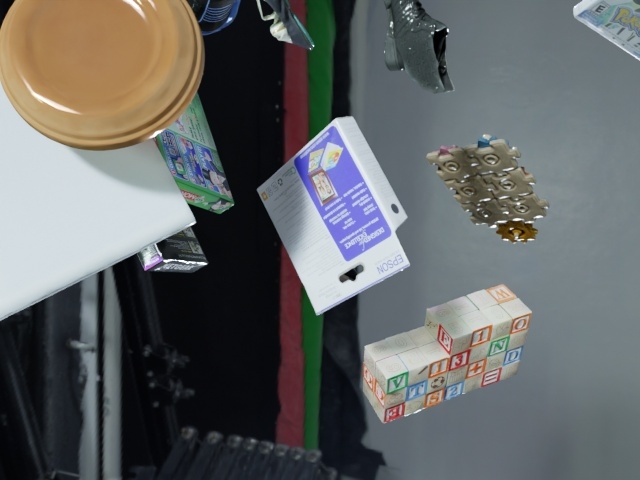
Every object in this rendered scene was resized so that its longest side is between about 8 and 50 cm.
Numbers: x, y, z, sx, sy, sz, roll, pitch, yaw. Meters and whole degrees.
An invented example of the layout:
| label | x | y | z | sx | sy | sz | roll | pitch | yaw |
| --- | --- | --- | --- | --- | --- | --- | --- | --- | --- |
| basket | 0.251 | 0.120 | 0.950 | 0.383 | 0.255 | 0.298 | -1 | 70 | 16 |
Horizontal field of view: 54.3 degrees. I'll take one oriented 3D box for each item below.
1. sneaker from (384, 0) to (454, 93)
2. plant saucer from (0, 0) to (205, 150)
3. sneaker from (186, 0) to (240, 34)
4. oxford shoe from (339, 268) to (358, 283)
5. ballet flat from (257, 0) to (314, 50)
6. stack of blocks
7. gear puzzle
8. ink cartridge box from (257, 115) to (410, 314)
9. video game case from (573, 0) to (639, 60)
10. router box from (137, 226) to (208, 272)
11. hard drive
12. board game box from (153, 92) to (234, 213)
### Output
| label | x | y | z | sx | sy | sz | roll | pitch | yaw |
| --- | --- | --- | --- | --- | --- | --- | --- | --- | --- |
| sneaker | 0.129 | -0.278 | 0.808 | 0.051 | 0.089 | 0.170 | -20 | -66 | -50 |
| plant saucer | -0.215 | -0.187 | 0.605 | 0.037 | 0.200 | 0.199 | 110 | 166 | -80 |
| sneaker | -0.136 | -0.316 | 0.767 | 0.090 | 0.232 | 0.081 | -29 | -83 | -37 |
| oxford shoe | 0.000 | 0.000 | 1.373 | 0.097 | 0.098 | 0.271 | -22 | -103 | -50 |
| ballet flat | -0.082 | -0.459 | 1.273 | 0.203 | 0.074 | 0.074 | 53 | -137 | -49 |
| stack of blocks | 0.231 | 0.208 | 1.160 | 0.087 | 0.297 | 0.171 | -126 | 27 | -48 |
| gear puzzle | 0.363 | -0.095 | 1.260 | 0.339 | 0.176 | 0.044 | 44 | -128 | -39 |
| ink cartridge box | 0.019 | -0.026 | 0.845 | 0.045 | 0.206 | 0.208 | -19 | -100 | -42 |
| video game case | 0.801 | -0.527 | 1.400 | 0.329 | 0.300 | 0.036 | 20 | -118 | -25 |
| router box | -0.293 | -0.008 | 1.173 | 0.133 | 0.046 | 0.179 | 62 | -168 | 12 |
| hard drive | -0.344 | -0.043 | 0.657 | 0.233 | 0.353 | 0.047 | 64 | 165 | -6 |
| board game box | -0.291 | -0.215 | 1.197 | 0.214 | 0.046 | 0.317 | 19 | -136 | -54 |
